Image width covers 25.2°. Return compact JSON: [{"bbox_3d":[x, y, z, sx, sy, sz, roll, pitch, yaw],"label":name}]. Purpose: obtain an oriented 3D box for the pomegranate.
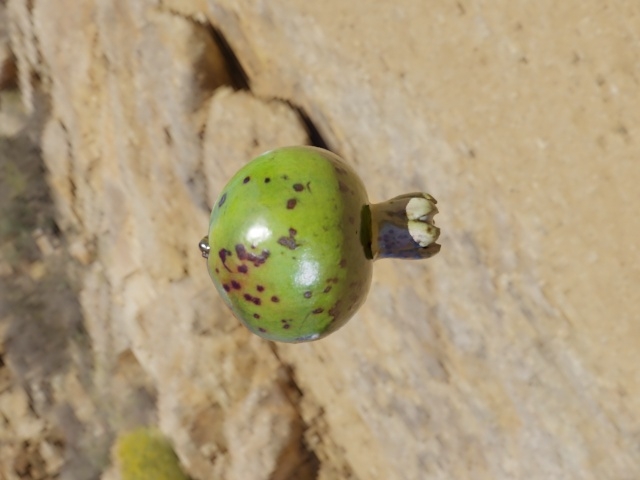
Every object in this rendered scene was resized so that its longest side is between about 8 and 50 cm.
[{"bbox_3d":[0.000,0.000,1.456,0.202,0.248,0.202,176,90,-86],"label":"pomegranate"}]
